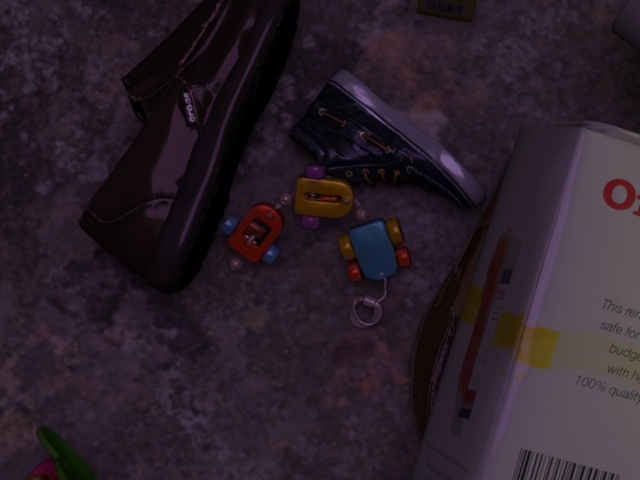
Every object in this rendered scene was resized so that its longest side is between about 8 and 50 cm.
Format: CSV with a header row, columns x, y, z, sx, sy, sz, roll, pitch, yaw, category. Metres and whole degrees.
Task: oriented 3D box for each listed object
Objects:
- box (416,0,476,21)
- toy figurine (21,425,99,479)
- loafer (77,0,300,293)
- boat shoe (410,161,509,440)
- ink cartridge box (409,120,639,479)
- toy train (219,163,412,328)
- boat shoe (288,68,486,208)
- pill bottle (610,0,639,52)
x,y,z,sx,sy,sz,roll,pitch,yaw,category
0.138,-0.332,1.550,0.058,0.087,0.232,9,77,4,box
-0.244,0.270,1.389,0.159,0.130,0.173,-44,58,-1,toy figurine
-0.116,-0.141,1.473,0.130,0.134,0.366,20,76,5,loafer
0.165,0.038,1.437,0.123,0.116,0.324,19,76,5,boat shoe
0.252,0.124,1.314,0.279,0.160,0.385,17,91,-14,ink cartridge box
0.000,0.000,1.487,0.166,0.046,0.125,32,104,-3,toy train
0.060,-0.070,1.497,0.183,0.065,0.083,39,86,13,boat shoe
0.452,-0.139,1.345,0.392,0.224,0.224,36,78,4,pill bottle
